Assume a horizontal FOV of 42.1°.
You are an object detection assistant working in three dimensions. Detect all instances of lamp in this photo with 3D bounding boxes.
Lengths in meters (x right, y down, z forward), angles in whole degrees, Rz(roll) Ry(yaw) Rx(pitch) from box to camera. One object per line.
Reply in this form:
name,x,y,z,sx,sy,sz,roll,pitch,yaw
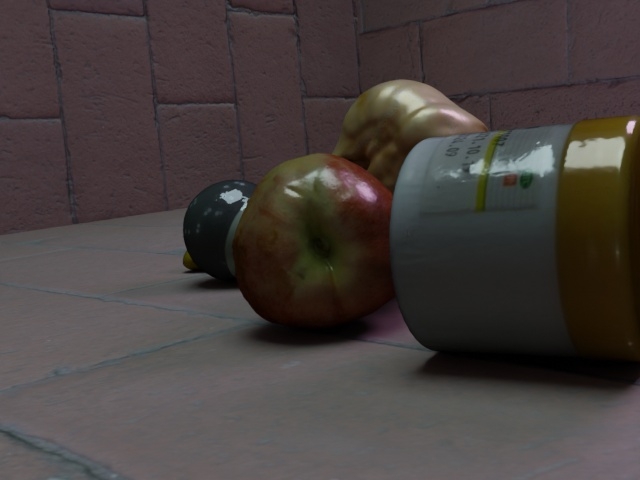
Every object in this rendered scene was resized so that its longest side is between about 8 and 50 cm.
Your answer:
lamp,-0.104,-0.014,1.437,0.314,0.182,0.182,3,11,42

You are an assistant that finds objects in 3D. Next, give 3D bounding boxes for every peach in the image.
peach,0.000,0.000,1.083,0.232,0.232,0.257,-5,2,-1

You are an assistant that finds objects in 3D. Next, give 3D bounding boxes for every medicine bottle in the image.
medicine bottle,0.219,0.000,0.849,0.232,0.238,0.238,-1,8,30

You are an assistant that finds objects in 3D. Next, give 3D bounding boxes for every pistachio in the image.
pistachio,0.126,-0.108,1.232,0.238,0.229,0.321,-9,-15,-11

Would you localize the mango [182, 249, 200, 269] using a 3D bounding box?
mango,-0.197,0.022,1.652,0.161,0.076,0.103,-12,12,9
